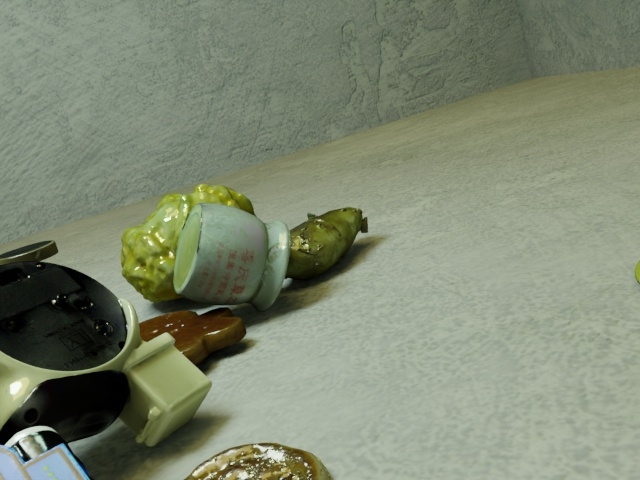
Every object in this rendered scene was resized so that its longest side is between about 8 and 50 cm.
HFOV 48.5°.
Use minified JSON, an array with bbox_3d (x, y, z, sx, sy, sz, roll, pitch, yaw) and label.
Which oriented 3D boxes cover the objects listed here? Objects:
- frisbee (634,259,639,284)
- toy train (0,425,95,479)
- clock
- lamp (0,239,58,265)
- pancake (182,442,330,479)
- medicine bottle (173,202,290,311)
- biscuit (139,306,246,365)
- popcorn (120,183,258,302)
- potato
[{"bbox_3d":[0.459,0.024,0.749,0.236,0.017,0.236,-15,14,4],"label":"frisbee"},{"bbox_3d":[-0.162,0.199,0.448,0.131,0.082,0.204,-25,46,-36],"label":"toy train"},{"bbox_3d":[-0.292,0.151,0.633,0.379,0.276,0.120,-34,-21,-57],"label":"clock"},{"bbox_3d":[-0.319,0.110,0.859,0.121,0.214,0.121,-13,12,3],"label":"lamp"},{"bbox_3d":[-0.065,0.211,0.570,0.158,0.028,0.158,-14,16,4],"label":"pancake"},{"bbox_3d":[-0.130,0.026,1.048,0.143,0.147,0.147,14,3,-22],"label":"medicine bottle"},{"bbox_3d":[-0.205,0.139,0.989,0.180,0.039,0.236,-27,17,-37],"label":"biscuit"},{"bbox_3d":[-0.223,0.008,1.223,0.256,0.194,0.255,-34,8,4],"label":"popcorn"},{"bbox_3d":[0.000,0.000,1.201,0.117,0.090,0.225,-6,18,35],"label":"potato"}]
